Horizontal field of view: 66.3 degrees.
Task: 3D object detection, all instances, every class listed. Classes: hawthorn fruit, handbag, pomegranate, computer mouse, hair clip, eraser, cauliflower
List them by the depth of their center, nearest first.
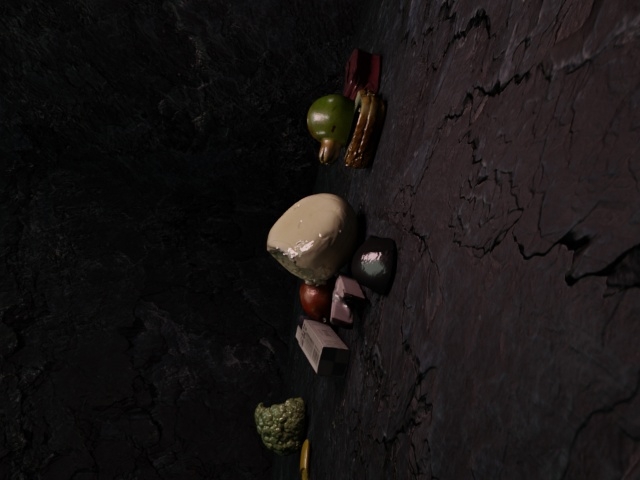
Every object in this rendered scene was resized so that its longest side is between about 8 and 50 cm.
[{"bbox_3d":[0.128,0.055,1.281,0.264,0.088,0.146,-173,96,-87],"label":"computer mouse"},{"bbox_3d":[0.080,0.174,1.498,0.331,0.085,0.101,-76,-1,-82],"label":"hair clip"},{"bbox_3d":[-0.002,0.353,1.679,0.404,0.097,0.098,-155,77,-77],"label":"eraser"},{"bbox_3d":[0.027,-0.404,1.759,0.190,0.159,0.240,-87,8,-66],"label":"pomegranate"},{"bbox_3d":[0.005,0.217,1.800,0.169,0.169,0.188,107,166,-46],"label":"hawthorn fruit"},{"bbox_3d":[0.161,-0.642,1.937,0.146,0.136,0.224,121,160,-61],"label":"handbag"},{"bbox_3d":[-0.149,0.804,2.167,0.250,0.275,0.272,-34,-68,-46],"label":"cauliflower"}]

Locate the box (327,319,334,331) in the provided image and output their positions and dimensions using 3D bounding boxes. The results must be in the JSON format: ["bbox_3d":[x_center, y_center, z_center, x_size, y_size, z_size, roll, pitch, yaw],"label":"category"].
[{"bbox_3d":[0.022,0.380,1.878,0.212,0.042,0.201,-92,14,-61],"label":"box"}]

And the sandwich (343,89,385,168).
[{"bbox_3d":[0.156,-0.409,1.769,0.273,0.095,0.248,-90,15,-64],"label":"sandwich"}]

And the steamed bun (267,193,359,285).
[{"bbox_3d":[0.000,0.000,1.717,0.312,0.233,0.334,-45,36,-9],"label":"steamed bun"}]

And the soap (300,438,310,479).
[{"bbox_3d":[-0.059,0.844,1.863,0.168,0.033,0.089,-88,8,-51],"label":"soap"}]
